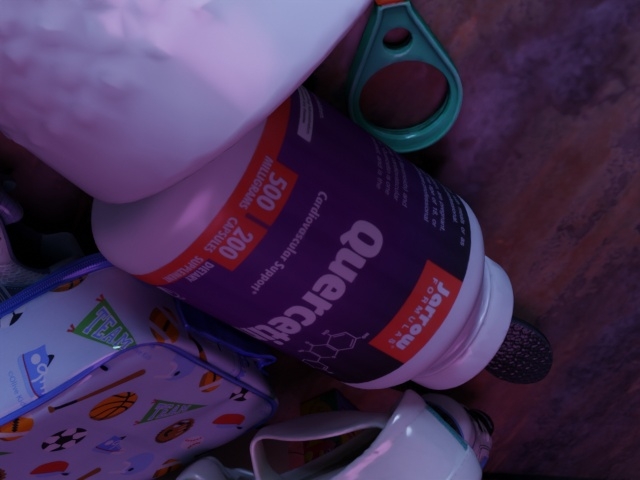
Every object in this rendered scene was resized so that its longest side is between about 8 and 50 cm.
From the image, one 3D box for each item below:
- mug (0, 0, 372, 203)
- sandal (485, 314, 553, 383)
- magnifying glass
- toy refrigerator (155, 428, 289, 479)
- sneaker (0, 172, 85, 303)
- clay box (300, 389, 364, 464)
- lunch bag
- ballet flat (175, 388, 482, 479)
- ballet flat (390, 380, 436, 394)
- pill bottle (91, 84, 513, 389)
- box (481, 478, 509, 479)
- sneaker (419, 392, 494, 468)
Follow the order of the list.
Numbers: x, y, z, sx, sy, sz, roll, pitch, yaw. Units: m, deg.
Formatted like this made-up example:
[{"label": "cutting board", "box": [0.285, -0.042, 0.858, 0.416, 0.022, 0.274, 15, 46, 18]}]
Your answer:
[{"label": "mug", "box": [-0.181, -0.215, 0.500, 0.328, 0.276, 0.374, 40, 147, -29]}, {"label": "sandal", "box": [0.156, 0.081, 0.950, 0.179, 0.040, 0.067, 32, 117, -14]}, {"label": "magnifying glass", "box": [0.056, -0.159, 0.719, 0.092, 0.026, 0.231, -10, 132, 2]}, {"label": "toy refrigerator", "box": [-0.174, 0.255, 1.020, 0.270, 0.094, 0.102, 8, 134, -15]}, {"label": "sneaker", "box": [-0.303, -0.026, 0.752, 0.122, 0.110, 0.283, -34, 137, 15]}, {"label": "clay box", "box": [0.039, 0.277, 0.984, 0.053, 0.222, 0.127, -28, 130, 17]}, {"label": "lunch bag", "box": [-0.174, 0.126, 0.836, 0.243, 0.115, 0.303, -31, 153, 7]}, {"label": "ballet flat", "box": [-0.052, 0.237, 0.877, 0.400, 0.139, 0.139, -26, 131, 20]}, {"label": "ballet flat", "box": [0.020, 0.095, 0.920, 0.250, 0.084, 0.058, 22, 144, -30]}, {"label": "pill bottle", "box": [0.000, 0.000, 0.751, 0.323, 0.181, 0.181, 31, 122, -30]}, {"label": "box", "box": [0.172, 0.546, 1.199, 0.480, 0.297, 0.471, 7, 133, -13]}, {"label": "sneaker", "box": [0.136, 0.194, 0.991, 0.086, 0.085, 0.237, -41, 157, -9]}]
